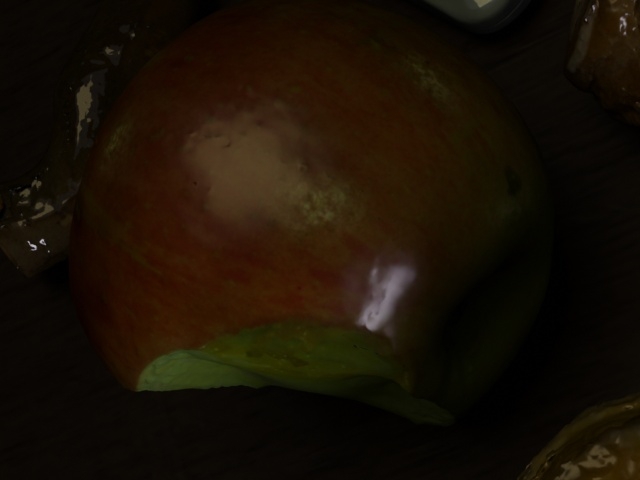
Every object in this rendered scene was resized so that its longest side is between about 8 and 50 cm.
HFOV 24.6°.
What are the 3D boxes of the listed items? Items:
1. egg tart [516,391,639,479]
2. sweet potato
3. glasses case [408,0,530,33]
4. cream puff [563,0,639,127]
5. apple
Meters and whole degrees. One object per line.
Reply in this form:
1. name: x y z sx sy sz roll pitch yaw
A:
1. egg tart: 0.163 0.151 0.709 0.191 0.074 0.191 -12 66 28
2. sweet potato: -0.145 -0.107 0.995 0.112 0.085 0.286 10 74 38
3. glasses case: 0.063 -0.187 0.928 0.178 0.045 0.067 36 91 36
4. cream puff: 0.189 -0.127 0.785 0.103 0.126 0.144 18 68 4
5. apple: 0.000 0.000 0.768 0.226 0.246 0.246 31 87 20
